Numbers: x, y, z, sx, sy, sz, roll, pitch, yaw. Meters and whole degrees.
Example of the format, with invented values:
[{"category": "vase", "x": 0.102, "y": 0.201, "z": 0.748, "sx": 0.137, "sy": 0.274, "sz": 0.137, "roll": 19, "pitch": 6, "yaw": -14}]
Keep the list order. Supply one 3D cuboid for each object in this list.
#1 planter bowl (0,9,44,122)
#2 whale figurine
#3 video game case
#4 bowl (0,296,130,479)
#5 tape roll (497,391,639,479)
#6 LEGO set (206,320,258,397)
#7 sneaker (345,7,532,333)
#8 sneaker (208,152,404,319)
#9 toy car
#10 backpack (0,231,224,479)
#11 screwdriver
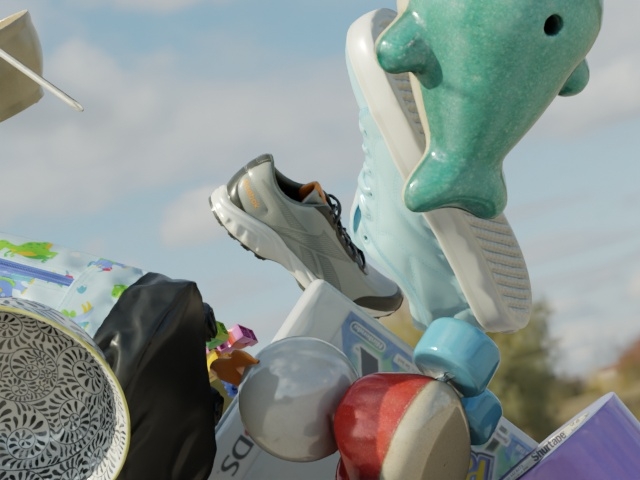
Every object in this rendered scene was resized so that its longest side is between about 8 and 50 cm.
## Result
[{"category": "planter bowl", "x": -0.419, "y": -0.210, "z": 2.363, "sx": 0.162, "sy": 0.109, "sz": 0.162, "roll": -26, "pitch": 15, "yaw": 8}, {"category": "whale figurine", "x": 0.151, "y": -0.145, "z": 1.574, "sx": 0.216, "sy": 0.272, "sz": 0.141, "roll": 7, "pitch": 11, "yaw": -29}, {"category": "video game case", "x": 0.045, "y": 0.252, "z": 1.836, "sx": 0.300, "sy": 0.329, "sz": 0.036, "roll": -57, "pitch": 13, "yaw": -19}, {"category": "bowl", "x": -0.202, "y": 0.096, "z": 1.209, "sx": 0.170, "sy": 0.170, "sz": 0.080, "roll": -16, "pitch": 27, "yaw": 13}, {"category": "tape roll", "x": 0.228, "y": 0.231, "z": 1.733, "sx": 0.189, "sy": 0.080, "sz": 0.189, "roll": -39, "pitch": -6, "yaw": -5}, {"category": "LEGO set", "x": -0.145, "y": 0.148, "z": 2.199, "sx": 0.093, "sy": 0.087, "sz": 0.227, "roll": -33, "pitch": -22, "yaw": 12}, {"category": "sneaker", "x": 0.077, "y": -0.048, "z": 1.809, "sx": 0.150, "sy": 0.366, "sz": 0.135, "roll": -13, "pitch": 25, "yaw": 25}, {"category": "sneaker", "x": 0.000, "y": 0.000, "z": 2.185, "sx": 0.108, "sy": 0.271, "sz": 0.100, "roll": -48, "pitch": 23, "yaw": 15}, {"category": "toy car", "x": 0.010, "y": 0.165, "z": 1.657, "sx": 0.238, "sy": 0.219, "sz": 0.210, "roll": 25, "pitch": -25, "yaw": 20}, {"category": "backpack", "x": -0.297, "y": 0.118, "z": 1.640, "sx": 0.273, "sy": 0.355, "sz": 0.290, "roll": -45, "pitch": -27, "yaw": -34}, {"category": "screwdriver", "x": -0.196, "y": -0.115, "z": 1.067, "sx": 0.025, "sy": 0.170, "sz": 0.024, "roll": -10, "pitch": -51, "yaw": -47}]
